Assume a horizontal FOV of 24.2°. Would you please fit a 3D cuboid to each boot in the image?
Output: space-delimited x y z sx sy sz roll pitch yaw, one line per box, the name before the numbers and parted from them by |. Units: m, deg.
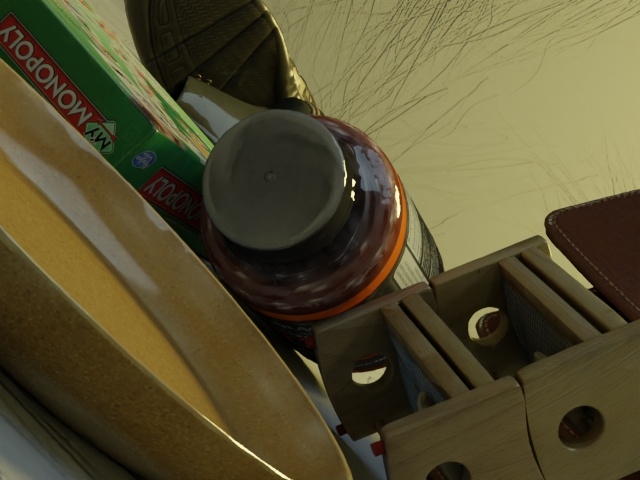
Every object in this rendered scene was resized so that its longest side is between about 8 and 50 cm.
boot | -0.073 -0.117 1.360 0.137 0.077 0.198 41 22 -12
boot | -0.110 -0.191 1.568 0.377 0.138 0.284 50 2 -37

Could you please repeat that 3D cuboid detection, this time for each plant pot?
plant pot | -0.081 -0.001 0.449 0.236 0.032 0.236 46 2 -2

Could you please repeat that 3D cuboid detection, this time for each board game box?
board game box | -0.163 -0.127 0.831 0.317 0.046 0.213 48 2 19

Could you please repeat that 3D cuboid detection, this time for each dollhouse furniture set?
dollhouse furniture set | 0.091 0.120 0.705 0.129 0.129 0.184 -128 -162 -67

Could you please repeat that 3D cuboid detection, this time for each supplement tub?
supplement tub | 0.000 0.000 0.779 0.106 0.106 0.198 48 -1 23

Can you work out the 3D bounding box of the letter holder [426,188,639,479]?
letter holder | 0.204 0.116 0.825 0.302 0.214 0.152 46 -42 46
